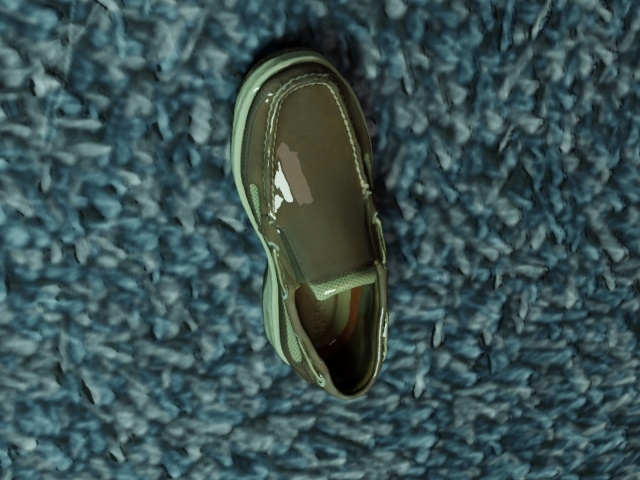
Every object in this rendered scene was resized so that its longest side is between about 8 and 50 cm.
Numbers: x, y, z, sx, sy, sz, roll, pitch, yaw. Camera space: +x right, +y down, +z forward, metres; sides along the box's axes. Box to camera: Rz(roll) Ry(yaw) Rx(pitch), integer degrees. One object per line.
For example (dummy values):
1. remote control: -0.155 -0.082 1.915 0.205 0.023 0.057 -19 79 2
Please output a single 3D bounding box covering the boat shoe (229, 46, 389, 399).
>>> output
1. boat shoe: 0.007 -0.003 1.193 0.095 0.095 0.257 -22 133 -14
